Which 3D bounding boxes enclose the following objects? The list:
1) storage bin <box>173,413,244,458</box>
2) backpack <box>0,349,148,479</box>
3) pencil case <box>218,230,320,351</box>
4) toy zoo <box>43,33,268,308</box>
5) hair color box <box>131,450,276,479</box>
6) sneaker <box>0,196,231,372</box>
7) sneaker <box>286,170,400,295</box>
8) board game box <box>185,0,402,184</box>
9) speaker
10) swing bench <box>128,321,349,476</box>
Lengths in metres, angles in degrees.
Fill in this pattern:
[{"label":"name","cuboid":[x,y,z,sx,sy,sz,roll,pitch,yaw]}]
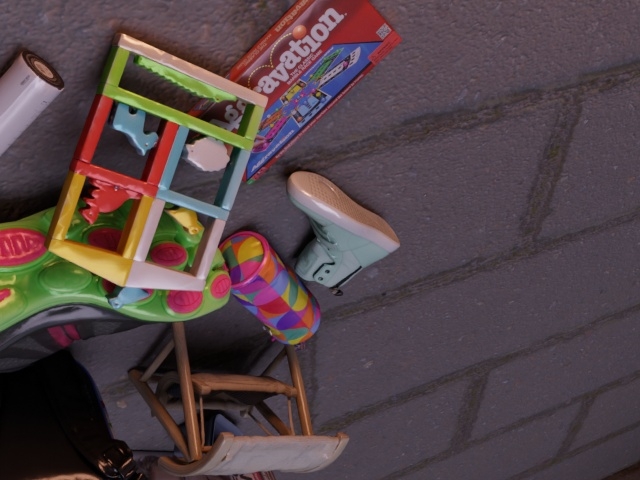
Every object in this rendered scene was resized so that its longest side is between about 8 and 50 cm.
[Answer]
[{"label":"storage bin","cuboid":[-0.210,0.382,1.453,0.091,0.098,0.135,-9,146,17]},{"label":"backpack","cuboid":[-0.412,0.286,1.068,0.276,0.264,0.213,4,136,-31]},{"label":"pencil case","cuboid":[-0.080,0.082,1.201,0.104,0.104,0.236,-32,141,1]},{"label":"toy zoo","cuboid":[-0.191,-0.061,0.889,0.192,0.030,0.294,19,91,-32]},{"label":"hair color box","cuboid":[-0.231,0.514,1.503,0.347,0.174,0.105,16,121,-44]},{"label":"sneaker","cuboid":[-0.341,0.058,0.976,0.482,0.185,0.202,-6,163,-33]},{"label":"sneaker","cuboid":[0.000,0.001,1.168,0.151,0.094,0.256,-40,140,16]},{"label":"board game box","cuboid":[-0.039,-0.199,0.979,0.281,0.027,0.145,-42,139,14]},{"label":"speaker","cuboid":[-0.338,-0.135,0.825,0.136,0.055,0.055,-42,141,14]},{"label":"swing bench","cuboid":[-0.134,0.272,1.240,0.253,0.255,0.165,15,123,-43]}]
